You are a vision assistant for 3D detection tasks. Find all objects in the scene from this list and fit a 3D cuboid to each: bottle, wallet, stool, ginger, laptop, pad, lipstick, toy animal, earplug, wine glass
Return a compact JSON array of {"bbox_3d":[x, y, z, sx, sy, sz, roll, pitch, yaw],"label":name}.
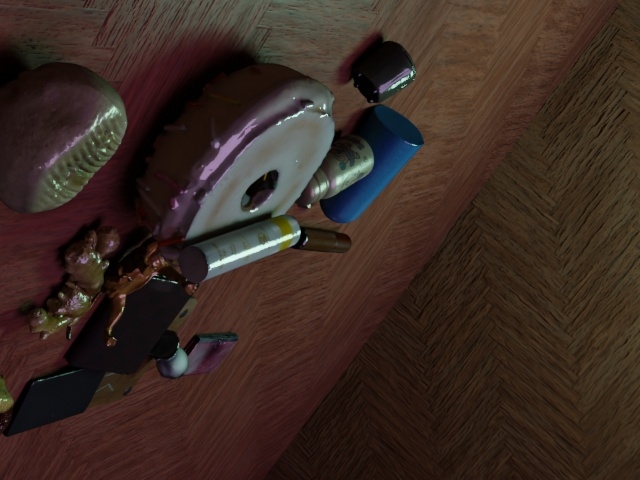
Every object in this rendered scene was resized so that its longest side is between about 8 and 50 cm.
[{"bbox_3d":[0.013,-0.145,2.066,0.209,0.097,0.110,-33,126,-45],"label":"bottle"},{"bbox_3d":[-0.337,0.144,1.832,0.229,0.049,0.182,-53,148,14],"label":"wallet"},{"bbox_3d":[0.120,-0.320,1.947,0.110,0.096,0.096,-38,162,-17],"label":"stool"},{"bbox_3d":[-0.379,0.067,1.572,0.193,0.052,0.176,-42,165,-15],"label":"ginger"},{"bbox_3d":[-0.476,0.282,1.846,0.197,0.016,0.135,-8,135,-59],"label":"laptop"},{"bbox_3d":[-0.377,0.221,2.016,0.284,0.018,0.286,-52,166,9],"label":"pad"},{"bbox_3d":[-0.122,0.009,1.594,0.264,0.059,0.059,-21,149,-57],"label":"lipstick"},{"bbox_3d":[-0.327,0.073,1.682,0.255,0.116,0.114,-33,131,0],"label":"toy animal"},{"bbox_3d":[0.095,-0.150,2.233,0.273,0.132,0.132,-53,165,26],"label":"earplug"},{"bbox_3d":[-0.274,0.269,2.396,0.119,0.025,0.232,-51,164,9],"label":"wallet"},{"bbox_3d":[-0.310,0.231,2.067,0.072,0.072,0.155,-45,165,-16],"label":"wine glass"},{"bbox_3d":[0.000,0.000,2.449,0.057,0.057,0.357,-52,165,11],"label":"lipstick"}]

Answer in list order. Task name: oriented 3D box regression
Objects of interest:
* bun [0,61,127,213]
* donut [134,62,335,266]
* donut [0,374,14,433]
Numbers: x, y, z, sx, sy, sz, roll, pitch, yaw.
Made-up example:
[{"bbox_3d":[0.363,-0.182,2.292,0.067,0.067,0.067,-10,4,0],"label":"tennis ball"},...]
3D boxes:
[{"bbox_3d":[-0.313,-0.122,1.160,0.178,0.128,0.193,-47,176,-7],"label":"bun"},{"bbox_3d":[-0.138,-0.120,1.606,0.382,0.142,0.382,-44,163,-17],"label":"donut"},{"bbox_3d":[-0.542,0.278,1.612,0.140,0.059,0.140,-42,161,-18],"label":"donut"}]
